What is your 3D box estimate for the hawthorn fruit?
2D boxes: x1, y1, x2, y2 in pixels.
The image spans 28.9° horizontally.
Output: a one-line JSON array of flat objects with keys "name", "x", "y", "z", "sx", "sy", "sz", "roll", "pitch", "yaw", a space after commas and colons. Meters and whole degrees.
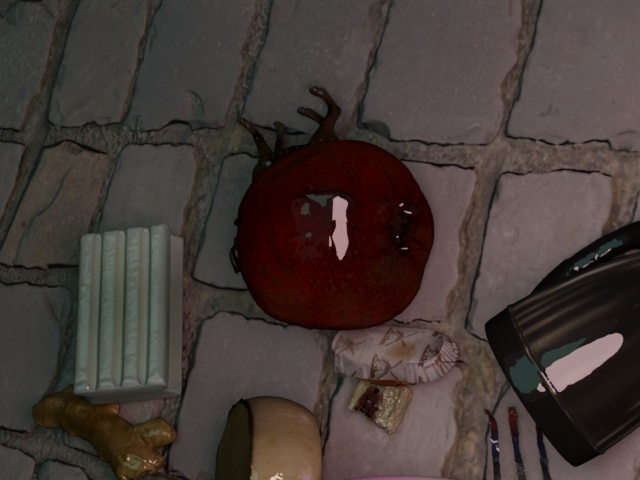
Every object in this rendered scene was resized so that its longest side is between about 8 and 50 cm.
[{"name": "hawthorn fruit", "x": 0.000, "y": 0.000, "z": 1.723, "sx": 0.307, "sy": 0.265, "sz": 0.265, "roll": -12, "pitch": 68, "yaw": 36}]

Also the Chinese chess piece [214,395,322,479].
[{"name": "Chinese chess piece", "x": -0.079, "y": 0.338, "z": 1.678, "sx": 0.257, "sy": 0.104, "sz": 0.257, "roll": -169, "pitch": 90, "yaw": -77}]

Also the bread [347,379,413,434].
[{"name": "bread", "x": 0.083, "y": 0.221, "z": 1.722, "sx": 0.083, "sy": 0.035, "sz": 0.070, "roll": 28, "pitch": 90, "yaw": 41}]

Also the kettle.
[{"name": "kettle", "x": 0.364, "y": 0.111, "z": 1.486, "sx": 0.271, "sy": 0.251, "sz": 0.207, "roll": -34, "pitch": 88, "yaw": 13}]

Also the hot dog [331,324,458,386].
[{"name": "hot dog", "x": 0.100, "y": 0.156, "z": 1.707, "sx": 0.192, "sy": 0.053, "sz": 0.099, "roll": 0, "pitch": 47, "yaw": 31}]

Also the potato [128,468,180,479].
[{"name": "potato", "x": -0.238, "y": 0.418, "z": 1.845, "sx": 0.243, "sy": 0.098, "sz": 0.138, "roll": 14, "pitch": 79, "yaw": 44}]

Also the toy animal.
[{"name": "toy animal", "x": -0.057, "y": -0.092, "z": 1.900, "sx": 0.243, "sy": 0.087, "sz": 0.260, "roll": -28, "pitch": 57, "yaw": 27}]

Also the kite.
[{"name": "kite", "x": 0.255, "y": 0.319, "z": 1.534, "sx": 0.015, "sy": 0.141, "sz": 0.245, "roll": 112, "pitch": 157, "yaw": -58}]

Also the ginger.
[{"name": "ginger", "x": -0.358, "y": 0.306, "z": 1.989, "sx": 0.299, "sy": 0.065, "sz": 0.118, "roll": 15, "pitch": 65, "yaw": 36}]

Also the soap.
[{"name": "soap", "x": -0.304, "y": 0.118, "z": 1.981, "sx": 0.160, "sy": 0.087, "sz": 0.265, "roll": -8, "pitch": 68, "yaw": 15}]

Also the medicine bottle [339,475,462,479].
[{"name": "medicine bottle", "x": 0.100, "y": 0.463, "z": 1.515, "sx": 0.212, "sy": 0.212, "sz": 0.325, "roll": -12, "pitch": 68, "yaw": 32}]
